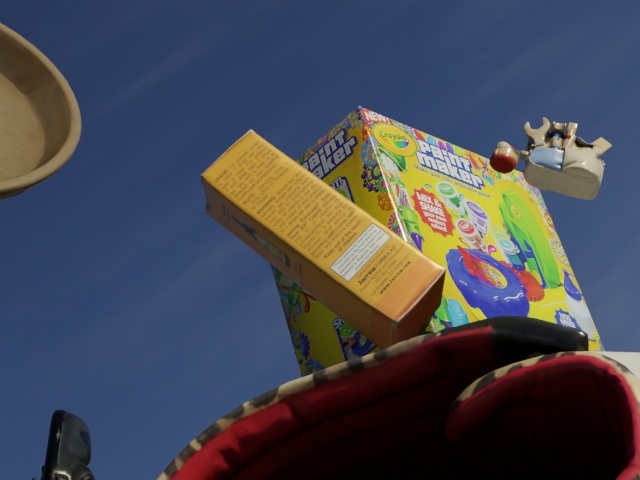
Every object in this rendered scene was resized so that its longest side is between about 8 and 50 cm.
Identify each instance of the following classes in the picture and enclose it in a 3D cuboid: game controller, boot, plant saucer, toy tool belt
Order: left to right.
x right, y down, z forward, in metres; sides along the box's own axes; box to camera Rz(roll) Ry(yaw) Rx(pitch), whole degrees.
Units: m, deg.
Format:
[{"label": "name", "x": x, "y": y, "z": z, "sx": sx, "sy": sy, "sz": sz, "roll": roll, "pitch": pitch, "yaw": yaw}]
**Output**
[{"label": "plant saucer", "x": -0.321, "y": -0.110, "z": 1.126, "sx": 0.278, "sy": 0.278, "sz": 0.041, "roll": -10, "pitch": -43, "yaw": -44}, {"label": "game controller", "x": -0.252, "y": 0.327, "z": 1.433, "sx": 0.067, "sy": 0.166, "sz": 0.319, "roll": -1, "pitch": -66, "yaw": -15}, {"label": "toy tool belt", "x": 0.169, "y": -0.064, "z": 1.086, "sx": 0.052, "sy": 0.083, "sz": 0.051, "roll": 97, "pitch": -169, "yaw": -55}, {"label": "boot", "x": 0.139, "y": 0.149, "z": 0.555, "sx": 0.378, "sy": 0.138, "sz": 0.284, "roll": -11, "pitch": -43, "yaw": 21}]

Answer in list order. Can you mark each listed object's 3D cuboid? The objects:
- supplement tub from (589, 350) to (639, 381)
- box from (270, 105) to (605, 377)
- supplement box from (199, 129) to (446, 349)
[{"label": "supplement tub", "x": 0.187, "y": 0.249, "z": 0.982, "sx": 0.228, "sy": 0.228, "sz": 0.316, "roll": -12, "pitch": -77, "yaw": -42}, {"label": "box", "x": 0.116, "y": 0.053, "z": 1.548, "sx": 0.290, "sy": 0.279, "sz": 0.177, "roll": 17, "pitch": -46, "yaw": -42}, {"label": "supplement box", "x": 0.000, "y": 0.000, "z": 1.344, "sx": 0.080, "sy": 0.233, "sz": 0.078, "roll": -48, "pitch": -19, "yaw": -21}]
